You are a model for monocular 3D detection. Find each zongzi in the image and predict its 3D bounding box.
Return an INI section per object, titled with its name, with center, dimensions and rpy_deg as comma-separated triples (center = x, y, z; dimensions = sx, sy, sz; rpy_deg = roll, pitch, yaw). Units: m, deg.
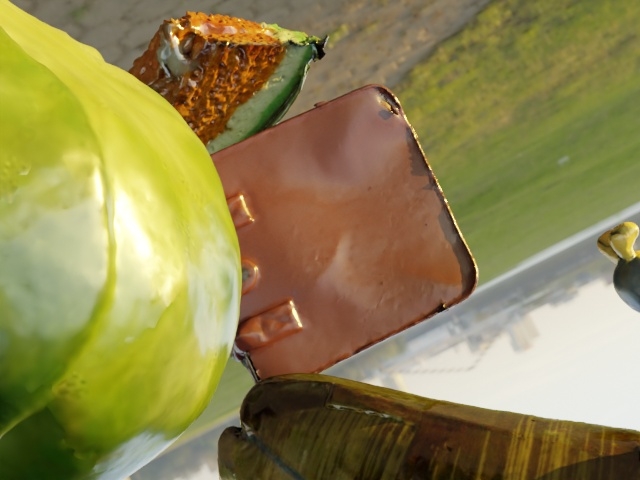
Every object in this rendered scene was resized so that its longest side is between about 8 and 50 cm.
[zongzi]
center = 0.074, 0.326, 0.824
dimensions = 0.403, 0.432, 0.208
rpy_deg = 10, 164, 21

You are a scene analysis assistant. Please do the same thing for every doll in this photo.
[doll]
center = 0.329, 0.053, 1.014
dimensions = 0.089, 0.179, 0.102
rpy_deg = -38, 174, -4

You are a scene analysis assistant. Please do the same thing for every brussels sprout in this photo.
[brussels sprout]
center = -0.222, -0.001, 0.637
dimensions = 0.289, 0.355, 0.281
rpy_deg = -22, -165, 22

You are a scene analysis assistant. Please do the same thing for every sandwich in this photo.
[sandwich]
center = -0.150, -0.199, 1.485
dimensions = 0.212, 0.109, 0.292
rpy_deg = 14, 121, -35

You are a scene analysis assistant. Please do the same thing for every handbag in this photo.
[handbag]
center = 0.001, 0.000, 1.166
dimensions = 0.275, 0.260, 0.084
rpy_deg = -24, 180, -15
